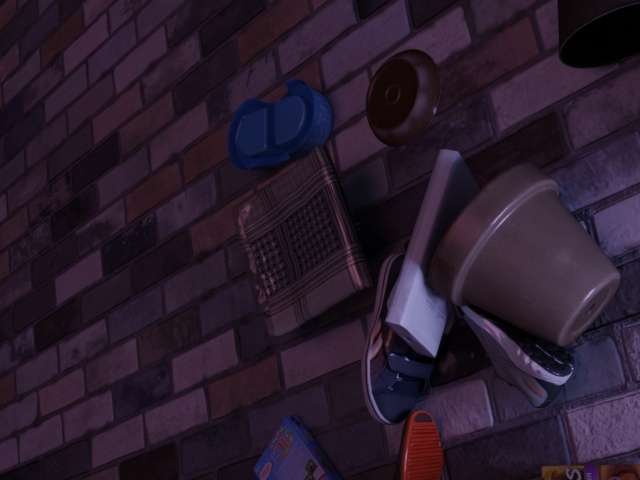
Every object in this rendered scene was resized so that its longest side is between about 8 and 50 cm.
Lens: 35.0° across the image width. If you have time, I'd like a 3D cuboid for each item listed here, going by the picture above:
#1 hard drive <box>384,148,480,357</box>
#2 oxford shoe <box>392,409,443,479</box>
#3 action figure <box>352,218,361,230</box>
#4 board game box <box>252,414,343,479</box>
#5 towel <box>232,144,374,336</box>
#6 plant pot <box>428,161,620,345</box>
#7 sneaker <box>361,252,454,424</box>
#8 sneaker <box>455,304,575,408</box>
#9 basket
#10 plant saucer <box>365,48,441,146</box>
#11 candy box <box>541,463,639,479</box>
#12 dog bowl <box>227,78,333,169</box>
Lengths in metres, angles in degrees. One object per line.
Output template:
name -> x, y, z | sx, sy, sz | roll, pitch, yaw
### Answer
hard drive -> 0.199, 0.026, 1.726 | 0.040, 0.203, 0.307 | 11, 74, 27
oxford shoe -> 0.153, 0.439, 1.830 | 0.098, 0.097, 0.271 | -2, 81, 53
action figure -> 0.000, 0.000, 2.090 | 0.185, 0.099, 0.285 | -47, 54, 22
board game box -> -0.045, 0.487, 2.077 | 0.211, 0.039, 0.160 | 48, 117, 41
towel -> -0.053, 0.011, 2.038 | 0.324, 0.056, 0.312 | -33, 69, 43
plant pot -> 0.339, 0.042, 1.615 | 0.229, 0.263, 0.263 | 42, 114, 26
sneaker -> 0.160, 0.178, 1.849 | 0.127, 0.126, 0.321 | -4, 77, 53
sneaker -> 0.308, 0.175, 1.712 | 0.271, 0.100, 0.108 | 50, 135, 45
basket -> 0.460, -0.423, 1.630 | 0.204, 0.154, 0.227 | -25, 61, 41
plant saucer -> 0.153, -0.287, 2.019 | 0.198, 0.036, 0.198 | -11, 75, 46
candy box -> 0.432, 0.400, 1.561 | 0.186, 0.053, 0.109 | -15, 72, 47
dog bowl -> -0.088, -0.247, 2.247 | 0.297, 0.074, 0.166 | -17, 70, 45
